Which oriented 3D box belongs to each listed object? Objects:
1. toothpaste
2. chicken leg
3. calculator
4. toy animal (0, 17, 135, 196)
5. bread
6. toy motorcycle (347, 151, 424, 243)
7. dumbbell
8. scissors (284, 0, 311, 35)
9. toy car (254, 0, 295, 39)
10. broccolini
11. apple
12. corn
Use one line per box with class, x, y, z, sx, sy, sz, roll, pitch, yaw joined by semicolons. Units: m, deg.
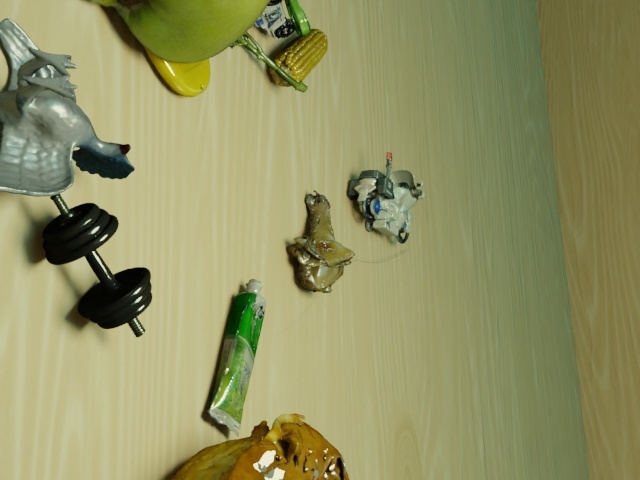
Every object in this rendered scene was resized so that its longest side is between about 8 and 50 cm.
toothpaste;-0.121;0.167;1.498;0.078;0.047;0.248;48;42;-41
chicken leg;0.005;0.006;1.770;0.125;0.080;0.196;49;36;-23
calculator;-0.231;-0.329;1.502;0.235;0.032;0.146;67;29;-16
toy animal;-0.332;-0.137;1.166;0.255;0.176;0.239;13;48;-18
bread;-0.077;0.418;1.310;0.337;0.204;0.358;-39;117;-63
toy motorcycle;0.138;-0.087;2.039;0.221;0.102;0.150;29;66;-56
dumbbell;-0.269;0.032;1.210;0.208;0.099;0.099;63;31;-23
scissors;-0.066;-0.462;1.767;0.101;0.027;0.204;-130;-163;-72
toy car;-0.098;-0.417;1.724;0.171;0.070;0.080;66;-2;-68
broccolini;-0.096;-0.321;1.712;0.194;0.054;0.052;34;7;-32
apple;-0.217;-0.445;1.453;0.312;0.320;0.360;99;4;-51
corn;-0.039;-0.338;1.836;0.068;0.068;0.207;66;28;-22
